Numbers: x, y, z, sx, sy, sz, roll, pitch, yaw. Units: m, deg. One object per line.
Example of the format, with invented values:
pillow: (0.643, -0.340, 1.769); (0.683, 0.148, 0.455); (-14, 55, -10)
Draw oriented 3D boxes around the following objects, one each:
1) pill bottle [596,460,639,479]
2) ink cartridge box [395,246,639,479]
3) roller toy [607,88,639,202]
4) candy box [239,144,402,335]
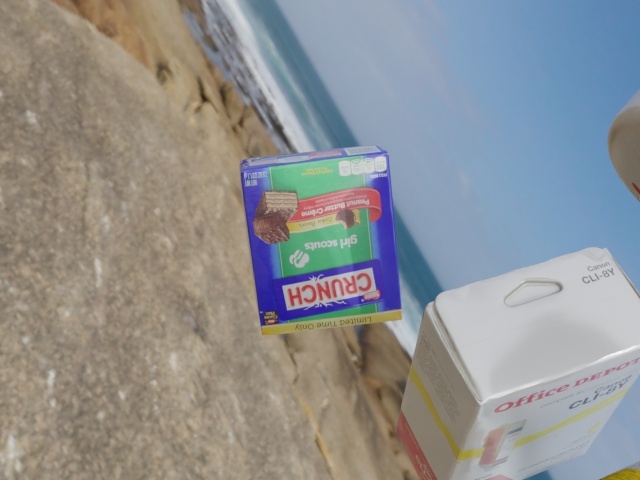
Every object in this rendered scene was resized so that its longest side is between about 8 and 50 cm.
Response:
pill bottle: (0.336, 0.359, 0.960); (0.136, 0.245, 0.136); (42, -41, 51)
ink cartridge box: (0.279, 0.212, 1.170); (0.385, 0.279, 0.160); (91, -22, -53)
roller toy: (0.402, -0.102, 0.811); (0.209, 0.146, 0.191); (40, -11, 24)
candy box: (0.000, 0.000, 1.500); (0.122, 0.268, 0.317); (-107, -170, -74)
